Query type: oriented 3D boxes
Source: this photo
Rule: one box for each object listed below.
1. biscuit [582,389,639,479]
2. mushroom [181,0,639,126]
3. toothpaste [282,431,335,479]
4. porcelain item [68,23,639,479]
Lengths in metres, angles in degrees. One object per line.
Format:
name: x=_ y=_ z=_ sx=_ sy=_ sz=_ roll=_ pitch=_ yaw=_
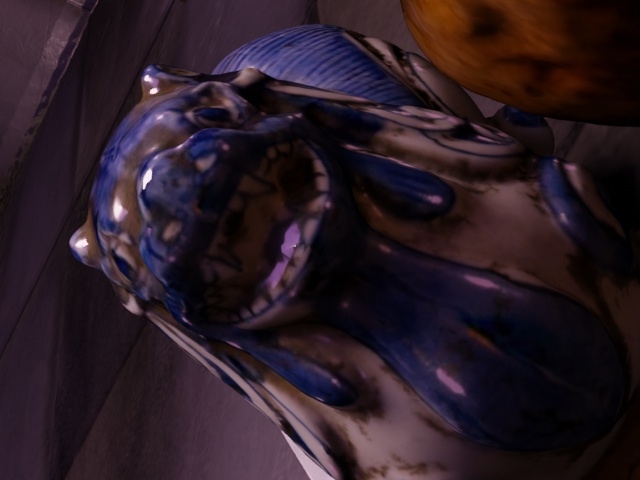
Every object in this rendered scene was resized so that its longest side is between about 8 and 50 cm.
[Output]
biscuit: x=0.088 y=0.062 z=0.642 sx=0.224 sy=0.033 sz=0.144 roll=-42 pitch=30 yaw=52
mushroom: x=0.096 y=-0.193 z=0.520 sx=0.345 sy=0.259 sz=0.345 roll=-159 pitch=90 yaw=-88
toothpaste: x=-0.013 y=0.036 z=0.954 sx=0.114 sy=0.073 sz=0.299 roll=-65 pitch=24 yaw=10
porcelain item: x=0.000 y=0.000 z=0.619 sx=0.138 sy=0.186 sz=0.288 roll=-65 pitch=17 yaw=9
